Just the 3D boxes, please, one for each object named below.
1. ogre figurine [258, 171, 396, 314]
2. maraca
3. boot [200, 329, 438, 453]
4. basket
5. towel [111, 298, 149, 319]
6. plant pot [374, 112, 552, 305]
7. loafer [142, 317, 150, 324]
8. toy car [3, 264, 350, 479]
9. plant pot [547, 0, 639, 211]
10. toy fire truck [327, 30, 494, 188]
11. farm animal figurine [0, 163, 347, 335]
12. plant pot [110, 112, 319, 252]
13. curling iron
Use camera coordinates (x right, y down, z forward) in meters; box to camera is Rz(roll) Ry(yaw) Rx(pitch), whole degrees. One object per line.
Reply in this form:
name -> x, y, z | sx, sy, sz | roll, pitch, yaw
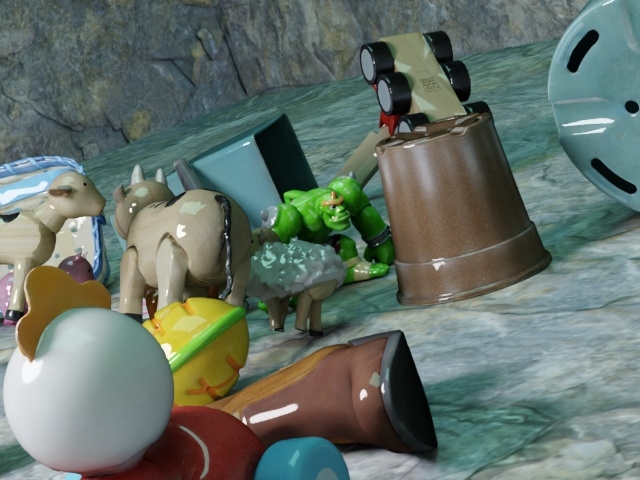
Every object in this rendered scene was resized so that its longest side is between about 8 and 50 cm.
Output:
ogre figurine -> 0.000, 0.000, 2.031 | 0.197, 0.118, 0.097 | -20, 11, -17
maraca -> -0.138, 0.120, 1.680 | 0.186, 0.099, 0.127 | -41, -6, 27
boot -> -0.059, 0.143, 1.414 | 0.280, 0.096, 0.264 | -17, 10, 0
basket -> -0.397, -0.009, 2.386 | 0.255, 0.201, 0.289 | -16, -21, 7
towel -> -0.211, 0.086, 2.154 | 0.144, 0.029, 0.197 | -16, 10, 0
plant pot -> 0.138, -0.038, 1.883 | 0.167, 0.165, 0.167 | -15, 11, 3
loafer -> -0.193, 0.105, 2.006 | 0.125, 0.045, 0.039 | -15, -9, -34
toy car -> -0.134, 0.122, 1.236 | 0.219, 0.238, 0.210 | -9, 12, 33
plant pot -> 0.421, -0.205, 1.963 | 0.341, 0.341, 0.334 | -9, 20, 35
toy fire truck -> 0.113, -0.131, 2.492 | 0.159, 0.246, 0.217 | -13, 52, -17
farm animal figurine -> -0.186, 0.003, 1.835 | 0.327, 0.172, 0.330 | -2, -7, 43
plant pot -> -0.133, -0.032, 2.331 | 0.234, 0.165, 0.165 | -22, 8, 18
curling iron -> -0.134, -0.012, 2.140 | 0.068, 0.035, 0.274 | -8, 44, -13
